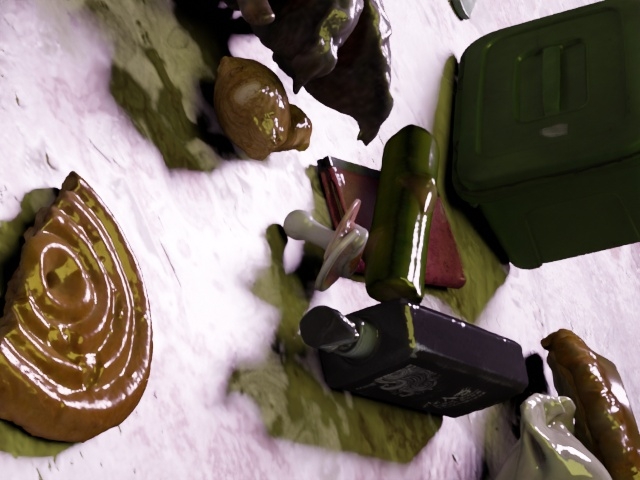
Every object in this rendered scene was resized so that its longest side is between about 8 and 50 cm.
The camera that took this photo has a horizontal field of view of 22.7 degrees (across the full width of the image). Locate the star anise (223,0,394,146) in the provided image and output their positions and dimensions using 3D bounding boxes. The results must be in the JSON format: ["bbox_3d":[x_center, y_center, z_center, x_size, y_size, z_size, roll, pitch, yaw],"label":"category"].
[{"bbox_3d":[-0.006,-0.223,1.462,0.316,0.139,0.359,39,20,-39],"label":"star anise"}]

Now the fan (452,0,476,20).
[{"bbox_3d":[0.207,-0.342,2.153,0.038,0.016,0.193,61,27,-17],"label":"fan"}]

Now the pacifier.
[{"bbox_3d":[0.000,0.000,1.431,0.078,0.099,0.081,29,50,8],"label":"pacifier"}]

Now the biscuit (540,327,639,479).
[{"bbox_3d":[0.325,0.256,1.751,0.329,0.078,0.335,-94,166,-73],"label":"biscuit"}]

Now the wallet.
[{"bbox_3d":[0.076,-0.014,1.624,0.232,0.025,0.119,11,60,-58],"label":"wallet"}]

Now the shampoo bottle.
[{"bbox_3d":[0.079,0.103,1.448,0.309,0.098,0.071,23,54,-54],"label":"shampoo bottle"}]

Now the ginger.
[{"bbox_3d":[-0.055,-0.120,1.428,0.096,0.067,0.165,59,10,5],"label":"ginger"}]

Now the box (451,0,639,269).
[{"bbox_3d":[0.299,-0.125,1.907,0.329,0.252,0.178,-78,150,-49],"label":"box"}]

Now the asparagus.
[{"bbox_3d":[0.078,-0.020,1.514,0.278,0.067,0.060,-75,147,-54],"label":"asparagus"}]

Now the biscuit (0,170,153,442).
[{"bbox_3d":[-0.165,0.058,1.103,0.144,0.033,0.224,53,30,-24],"label":"biscuit"}]

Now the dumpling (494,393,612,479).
[{"bbox_3d":[0.238,0.251,1.594,0.151,0.124,0.229,-47,131,-63],"label":"dumpling"}]
